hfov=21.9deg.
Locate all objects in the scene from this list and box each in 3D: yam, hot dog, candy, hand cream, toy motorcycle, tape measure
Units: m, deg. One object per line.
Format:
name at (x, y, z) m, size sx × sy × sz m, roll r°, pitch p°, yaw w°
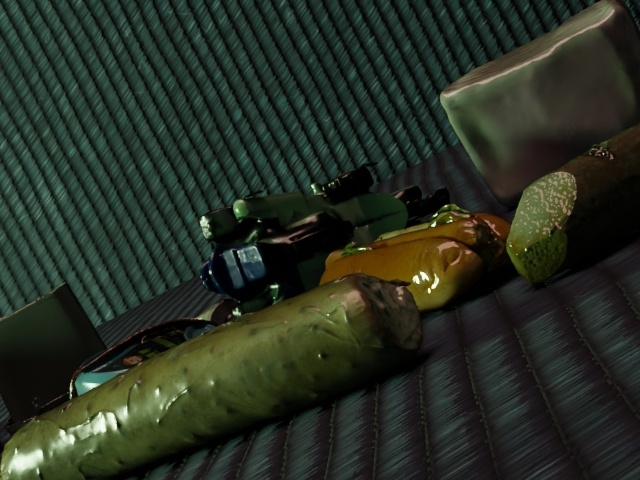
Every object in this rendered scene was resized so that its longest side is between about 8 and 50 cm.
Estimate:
yam at (0.188, -0.029, 1.127) m, size 0.146 × 0.069 × 0.070 m, roll -27°, pitch 3°, yaw -22°
hot dog at (0.069, 0.019, 1.307) m, size 0.100 × 0.068 × 0.249 m, roll -28°, pitch 4°, yaw -26°
candy at (0.263, -0.156, 1.787) m, size 0.208 × 0.145 × 0.359 m, roll -28°, pitch 3°, yaw 13°
hand cream at (-0.131, 0.111, 1.734) m, size 0.075 × 0.052 × 0.248 m, roll -3°, pitch -14°, yaw -28°
toy motorcycle at (0.000, 0.000, 1.691) m, size 0.196 × 0.125 × 0.331 m, roll -22°, pitch -1°, yaw 30°
yam at (-0.089, 0.109, 1.152) m, size 0.371 × 0.083 × 0.083 m, roll -26°, pitch 4°, yaw 33°
tape measure at (-0.126, 0.109, 1.303) m, size 0.146 × 0.081 × 0.125 m, roll -20°, pitch 13°, yaw -22°

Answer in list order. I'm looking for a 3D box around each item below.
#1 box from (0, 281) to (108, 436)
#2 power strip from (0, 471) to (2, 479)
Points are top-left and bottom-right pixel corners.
box at (-0.338, 0.139, 2.042) m, size 0.163 × 0.135 × 0.243 m, roll -28°, pitch 4°, yaw -6°
power strip at (-0.226, 0.188, 1.377) m, size 0.076 × 0.028 × 0.169 m, roll -31°, pitch 5°, yaw -41°
